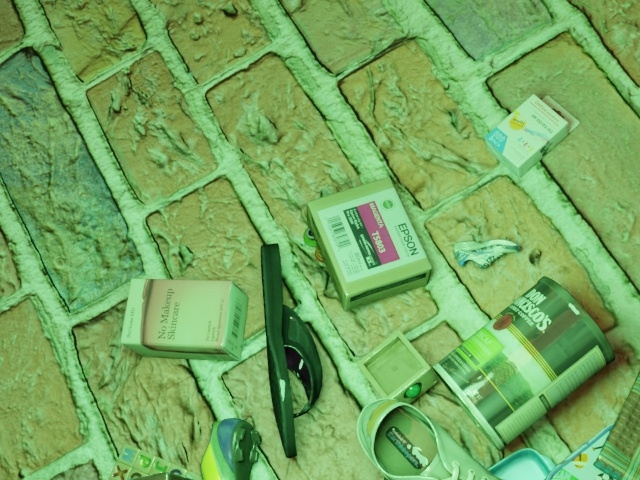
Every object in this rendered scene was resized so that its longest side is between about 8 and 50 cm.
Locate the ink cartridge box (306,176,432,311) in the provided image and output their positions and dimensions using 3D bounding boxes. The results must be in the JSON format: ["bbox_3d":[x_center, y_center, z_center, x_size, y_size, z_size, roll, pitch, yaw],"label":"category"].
[{"bbox_3d":[0.097,0.005,1.955,0.193,0.088,0.235,-19,65,-10],"label":"ink cartridge box"}]

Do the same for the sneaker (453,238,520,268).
[{"bbox_3d":[0.343,0.030,1.933,0.135,0.052,0.058,-5,78,21],"label":"sneaker"}]

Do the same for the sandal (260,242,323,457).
[{"bbox_3d":[-0.056,0.211,1.911,0.106,0.167,0.446,-4,68,-6],"label":"sandal"}]

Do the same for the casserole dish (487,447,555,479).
[{"bbox_3d":[0.359,0.473,1.763,0.188,0.037,0.114,-34,65,0],"label":"casserole dish"}]

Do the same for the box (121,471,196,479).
[{"bbox_3d":[-0.299,0.647,1.779,0.143,0.191,0.382,-11,69,8],"label":"box"}]

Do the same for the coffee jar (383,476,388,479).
[{"bbox_3d":[0.150,0.488,1.780,0.079,0.096,0.185,16,74,16],"label":"coffee jar"}]

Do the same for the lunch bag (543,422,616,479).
[{"bbox_3d":[0.555,0.487,1.653,0.243,0.115,0.303,-31,65,-18],"label":"lunch bag"}]

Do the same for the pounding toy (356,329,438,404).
[{"bbox_3d":[0.158,0.283,1.866,0.130,0.100,0.141,-38,55,-2],"label":"pounding toy"}]

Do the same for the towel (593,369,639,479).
[{"bbox_3d":[0.698,0.382,1.640,0.370,0.040,0.271,29,60,15],"label":"towel"}]

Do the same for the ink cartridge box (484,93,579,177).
[{"bbox_3d":[0.450,-0.233,1.991,0.181,0.061,0.104,-42,66,-4],"label":"ink cartridge box"}]

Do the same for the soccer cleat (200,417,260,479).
[{"bbox_3d":[-0.197,0.501,1.884,0.121,0.093,0.289,-4,70,39],"label":"soccer cleat"}]

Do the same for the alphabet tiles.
[{"bbox_3d":[-0.371,0.564,1.937,0.198,0.009,0.237,17,75,20],"label":"alphabet tiles"}]

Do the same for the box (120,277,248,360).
[{"bbox_3d":[-0.285,0.168,1.998,0.232,0.127,0.149,0,70,15],"label":"box"}]

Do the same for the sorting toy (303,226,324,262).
[{"bbox_3d":[0.000,0.000,2.033,0.061,0.042,0.102,-35,65,0],"label":"sorting toy"}]

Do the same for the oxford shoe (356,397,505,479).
[{"bbox_3d":[0.244,0.451,1.672,0.449,0.130,0.169,42,77,11],"label":"oxford shoe"}]

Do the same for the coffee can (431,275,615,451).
[{"bbox_3d":[0.377,0.230,1.759,0.275,0.201,0.201,-39,65,-2],"label":"coffee can"}]
